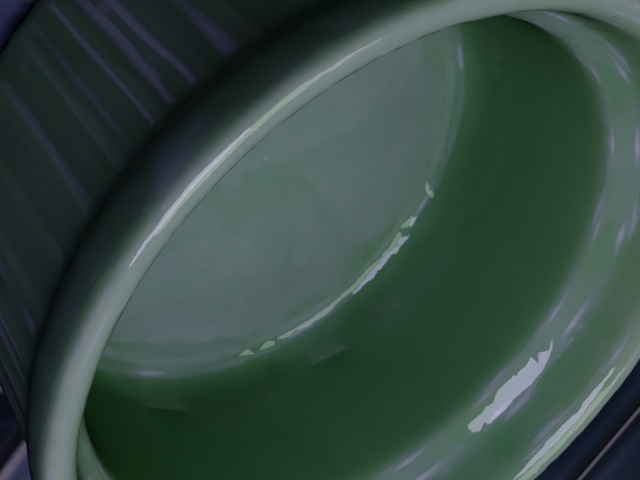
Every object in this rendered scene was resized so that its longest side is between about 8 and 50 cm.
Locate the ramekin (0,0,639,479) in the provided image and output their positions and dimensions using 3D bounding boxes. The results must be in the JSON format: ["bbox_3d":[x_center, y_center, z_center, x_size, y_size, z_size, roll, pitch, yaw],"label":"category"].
[{"bbox_3d":[0.000,0.000,0.523,0.303,0.148,0.303,-23,137,-23],"label":"ramekin"}]
